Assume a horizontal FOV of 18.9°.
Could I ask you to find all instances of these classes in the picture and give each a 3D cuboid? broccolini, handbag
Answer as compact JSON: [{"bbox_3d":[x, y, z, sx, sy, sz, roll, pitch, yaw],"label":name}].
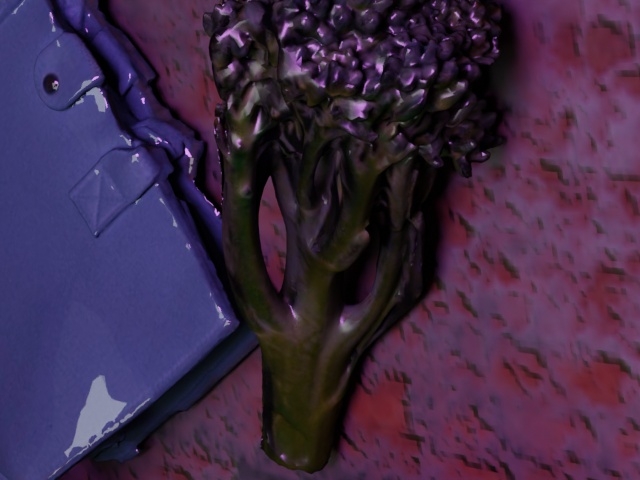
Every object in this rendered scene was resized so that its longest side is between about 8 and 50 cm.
[{"bbox_3d":[0.001,-0.012,0.593,0.202,0.091,0.068,104,173,-48],"label":"broccolini"},{"bbox_3d":[-0.110,-0.030,0.705,0.144,0.057,0.221,-43,71,40],"label":"handbag"}]
